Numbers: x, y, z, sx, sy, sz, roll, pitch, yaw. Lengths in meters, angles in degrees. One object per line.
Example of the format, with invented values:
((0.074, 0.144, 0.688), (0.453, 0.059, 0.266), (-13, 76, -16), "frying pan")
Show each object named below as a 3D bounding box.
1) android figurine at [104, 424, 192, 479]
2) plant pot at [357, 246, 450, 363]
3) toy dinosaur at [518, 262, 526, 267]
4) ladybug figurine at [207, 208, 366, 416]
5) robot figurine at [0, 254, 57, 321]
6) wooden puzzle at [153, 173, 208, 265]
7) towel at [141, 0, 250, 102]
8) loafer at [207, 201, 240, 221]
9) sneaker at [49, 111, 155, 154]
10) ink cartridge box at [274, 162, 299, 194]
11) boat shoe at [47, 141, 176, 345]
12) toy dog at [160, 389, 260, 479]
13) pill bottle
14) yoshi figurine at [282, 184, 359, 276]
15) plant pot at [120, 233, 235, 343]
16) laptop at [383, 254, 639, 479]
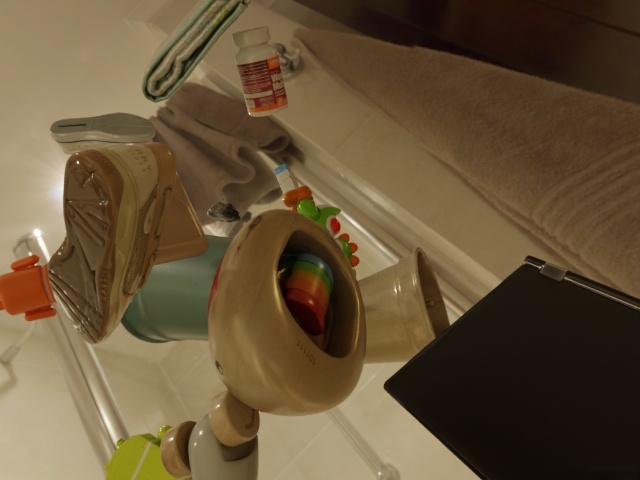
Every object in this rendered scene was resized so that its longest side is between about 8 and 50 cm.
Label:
((-0.403, 0.576, 1.060), (0.248, 0.273, 0.056), (-68, -19, -10), "android figurine")
((0.185, 0.220, 1.270), (0.305, 0.334, 0.334), (-18, -27, 21), "plant pot")
((0.671, 0.120, 1.357), (0.112, 0.211, 0.064), (36, -42, -21), "toy dinosaur")
((-0.056, 0.110, 0.755), (0.162, 0.305, 0.449), (-35, 13, 23), "ladybug figurine")
((-0.826, 0.137, 1.270), (0.219, 0.158, 0.128), (-16, -32, -22), "robot figurine")
((-0.367, -0.064, 0.942), (0.044, 0.239, 0.221), (-25, -6, 34), "wooden puzzle")
((-0.332, -0.562, 1.197), (0.374, 0.320, 0.090), (-38, -57, 17), "towel")
((-0.372, -0.102, 1.695), (0.078, 0.223, 0.076), (45, -108, -27), "loafer")
((-0.557, -0.271, 1.156), (0.258, 0.094, 0.091), (0, -34, -1), "sneaker")
((-0.130, -0.229, 1.900), (0.060, 0.180, 0.104), (-27, -28, 8), "ink cartridge box")
((-0.263, 0.021, 0.575), (0.110, 0.121, 0.341), (-35, -14, -49), "boat shoe")
((-0.115, 0.394, 0.683), (0.220, 0.334, 0.161), (-13, -13, 27), "toy dog")
((-0.171, -0.474, 1.245), (0.121, 0.121, 0.221), (-28, -57, -27), "pill bottle")
((-0.025, 0.011, 1.479), (0.203, 0.362, 0.203), (-9, -31, -40), "yoshi figurine")
((-0.301, 0.123, 1.174), (0.341, 0.334, 0.341), (-1, -89, -57), "plant pot")
((0.368, 0.201, 0.496), (0.408, 0.382, 0.236), (26, -85, -39), "laptop")
